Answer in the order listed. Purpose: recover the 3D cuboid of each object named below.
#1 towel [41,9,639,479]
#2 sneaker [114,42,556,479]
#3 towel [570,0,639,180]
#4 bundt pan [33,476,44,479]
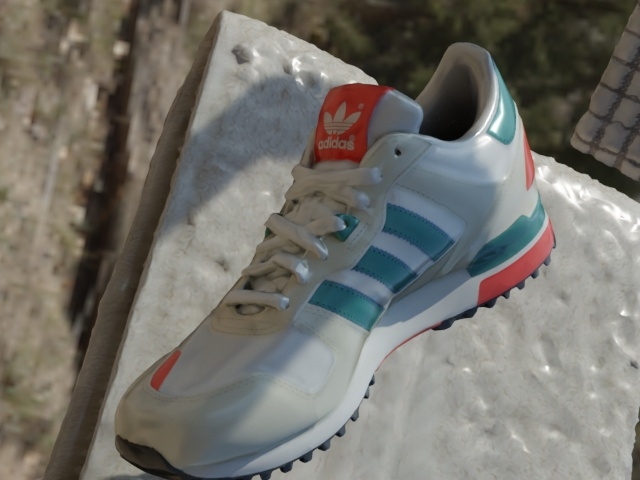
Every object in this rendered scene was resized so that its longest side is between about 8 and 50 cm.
[{"bbox_3d":[0.012,0.077,0.607,0.049,0.187,0.282,-41,-151,57],"label":"towel"},{"bbox_3d":[0.000,0.000,0.512,0.161,0.057,0.075,-33,122,-37],"label":"sneaker"},{"bbox_3d":[0.309,-0.124,1.076,0.283,0.235,0.121,-66,166,17],"label":"towel"},{"bbox_3d":[-0.023,0.205,0.760,0.124,0.331,0.331,-54,156,0],"label":"bundt pan"}]
